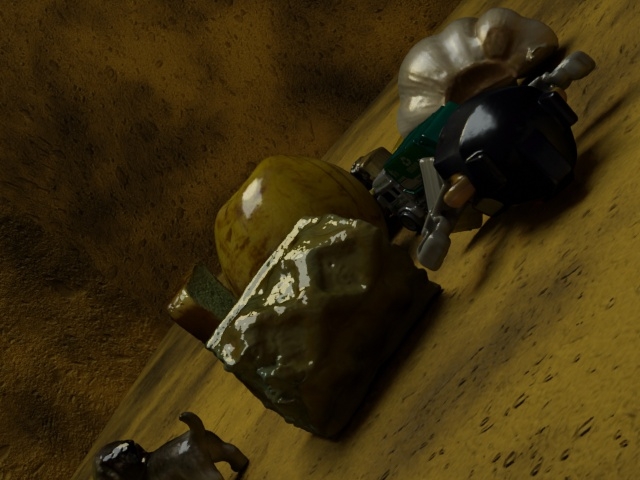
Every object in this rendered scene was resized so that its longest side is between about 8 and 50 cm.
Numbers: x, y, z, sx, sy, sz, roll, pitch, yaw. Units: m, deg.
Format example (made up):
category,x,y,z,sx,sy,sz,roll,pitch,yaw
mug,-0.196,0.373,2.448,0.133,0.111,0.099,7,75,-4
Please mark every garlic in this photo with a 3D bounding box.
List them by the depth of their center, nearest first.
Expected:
category,x,y,z,sx,sy,sz,roll,pitch,yaw
garlic,0.234,-0.268,1.695,0.281,0.184,0.203,-51,-12,11

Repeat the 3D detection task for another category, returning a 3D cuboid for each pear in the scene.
category,x,y,z,sx,sy,sz,roll,pitch,yaw
pear,-0.030,0.006,1.605,0.281,0.280,0.281,-49,8,9

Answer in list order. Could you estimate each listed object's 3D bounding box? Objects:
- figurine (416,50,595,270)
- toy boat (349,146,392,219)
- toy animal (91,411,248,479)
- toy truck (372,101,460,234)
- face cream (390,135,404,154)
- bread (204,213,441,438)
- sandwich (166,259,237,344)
category,x,y,z,sx,sy,sz,roll,pitch,yaw
figurine,0.201,-0.095,1.203,0.308,0.143,0.309,-159,90,-89
toy boat,0.072,-0.065,1.784,0.121,0.089,0.321,-46,-9,-15
toy animal,-0.221,0.344,1.517,0.233,0.169,0.121,-30,18,31
toy truck,0.170,-0.108,1.532,0.114,0.124,0.253,-51,8,-26
face cream,0.206,-0.216,1.982,0.078,0.078,0.273,-44,11,42
bread,0.004,0.098,1.276,0.196,0.238,0.252,25,77,40
sandwich,-0.196,0.151,2.066,0.065,0.214,0.186,-47,9,18
